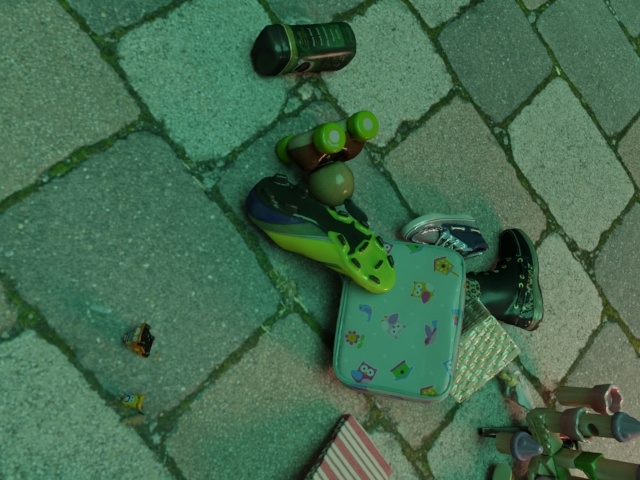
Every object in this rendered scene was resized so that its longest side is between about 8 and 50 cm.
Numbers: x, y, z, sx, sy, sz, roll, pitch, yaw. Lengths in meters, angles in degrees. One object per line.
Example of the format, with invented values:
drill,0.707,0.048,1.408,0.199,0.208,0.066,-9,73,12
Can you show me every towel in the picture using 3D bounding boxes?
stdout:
towel,0.043,0.407,1.019,0.144,0.029,0.197,55,41,-10

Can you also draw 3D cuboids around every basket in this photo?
basket,0.274,0.208,1.140,0.167,0.103,0.113,-41,102,3

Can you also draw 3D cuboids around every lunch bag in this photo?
lunch bag,0.135,0.135,1.069,0.224,0.108,0.278,6,69,14

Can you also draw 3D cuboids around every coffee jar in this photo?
coffee jar,-0.031,-0.356,1.126,0.185,0.096,0.079,-14,84,-31

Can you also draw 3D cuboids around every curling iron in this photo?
curling iron,0.443,0.419,1.269,0.274,0.035,0.068,19,71,-25

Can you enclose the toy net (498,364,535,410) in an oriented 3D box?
toy net,0.373,0.256,1.264,0.232,0.045,0.122,56,31,-11

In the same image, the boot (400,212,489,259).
boot,0.254,-0.004,1.216,0.190,0.069,0.086,-7,56,-31

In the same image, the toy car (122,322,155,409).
toy car,-0.281,0.185,0.903,0.041,0.060,0.121,5,68,4

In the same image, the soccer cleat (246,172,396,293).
soccer cleat,0.000,-0.001,1.038,0.289,0.121,0.093,35,51,-1

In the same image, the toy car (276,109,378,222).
toy car,0.032,-0.118,1.090,0.149,0.155,0.188,-25,102,-30

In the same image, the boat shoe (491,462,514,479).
boat shoe,0.345,0.507,1.193,0.137,0.049,0.043,-63,148,-21

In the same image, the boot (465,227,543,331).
boot,0.358,0.068,1.263,0.179,0.085,0.236,8,59,-13

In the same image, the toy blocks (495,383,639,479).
toy blocks,0.524,0.451,1.128,0.309,0.260,0.288,-16,92,-35
